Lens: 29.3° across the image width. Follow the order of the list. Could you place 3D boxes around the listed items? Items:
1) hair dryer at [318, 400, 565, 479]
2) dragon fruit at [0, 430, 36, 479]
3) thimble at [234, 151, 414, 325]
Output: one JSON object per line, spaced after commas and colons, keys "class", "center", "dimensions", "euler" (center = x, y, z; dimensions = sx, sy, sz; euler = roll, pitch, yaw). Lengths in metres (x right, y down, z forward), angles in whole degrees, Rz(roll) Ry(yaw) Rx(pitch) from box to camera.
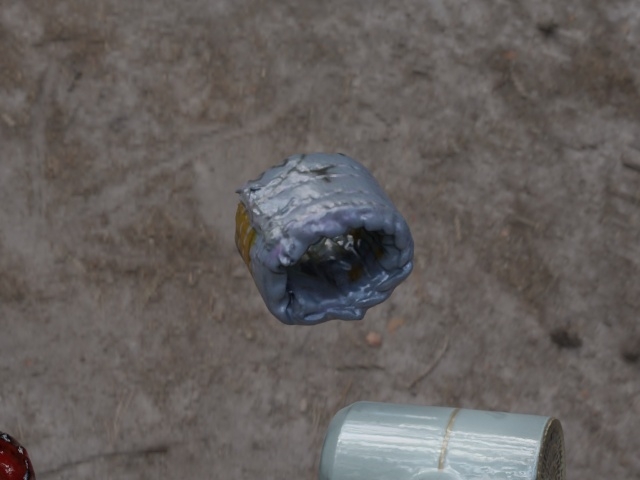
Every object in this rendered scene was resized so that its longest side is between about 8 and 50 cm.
{"class": "hair dryer", "center": [0.045, 0.203, 0.815], "dimensions": [0.173, 0.108, 0.357], "euler": [0, 11, 22]}
{"class": "dragon fruit", "center": [-0.395, 0.347, 1.232], "dimensions": [0.282, 0.100, 0.344], "euler": [13, 74, 46]}
{"class": "thimble", "center": [0.002, -0.002, 1.132], "dimensions": [0.151, 0.127, 0.118], "euler": [-15, 39, -15]}
